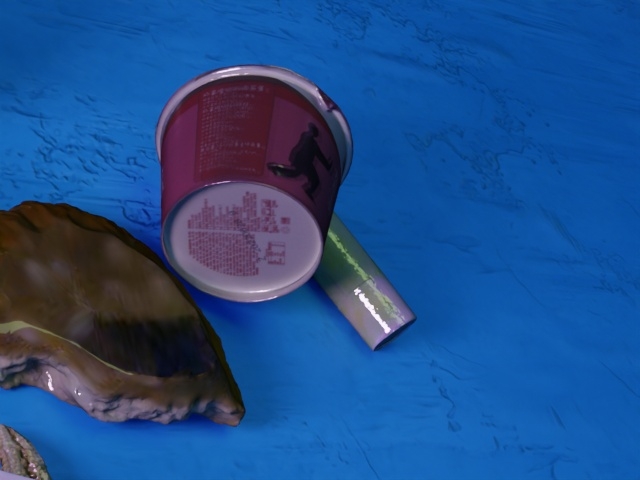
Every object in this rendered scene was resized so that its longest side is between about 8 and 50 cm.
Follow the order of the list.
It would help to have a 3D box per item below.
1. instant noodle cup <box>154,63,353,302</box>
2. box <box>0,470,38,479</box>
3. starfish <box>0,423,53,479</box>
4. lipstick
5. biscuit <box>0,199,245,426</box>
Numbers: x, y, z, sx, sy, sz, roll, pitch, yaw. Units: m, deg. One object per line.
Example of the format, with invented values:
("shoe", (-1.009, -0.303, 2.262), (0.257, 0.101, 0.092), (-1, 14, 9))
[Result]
("instant noodle cup", (-0.082, -0.055, 1.616), (0.235, 0.235, 0.178), (28, 38, -19))
("box", (-0.291, 0.221, 0.990), (0.343, 0.065, 0.200), (23, 17, -36))
("starfish", (-0.160, 0.304, 1.254), (0.358, 0.078, 0.347), (29, 11, -18))
("lipstick", (0.000, 0.000, 1.776), (0.304, 0.076, 0.076), (52, 35, 13))
("biscuit", (-0.236, 0.086, 1.451), (0.329, 0.078, 0.335), (46, 32, 15))
